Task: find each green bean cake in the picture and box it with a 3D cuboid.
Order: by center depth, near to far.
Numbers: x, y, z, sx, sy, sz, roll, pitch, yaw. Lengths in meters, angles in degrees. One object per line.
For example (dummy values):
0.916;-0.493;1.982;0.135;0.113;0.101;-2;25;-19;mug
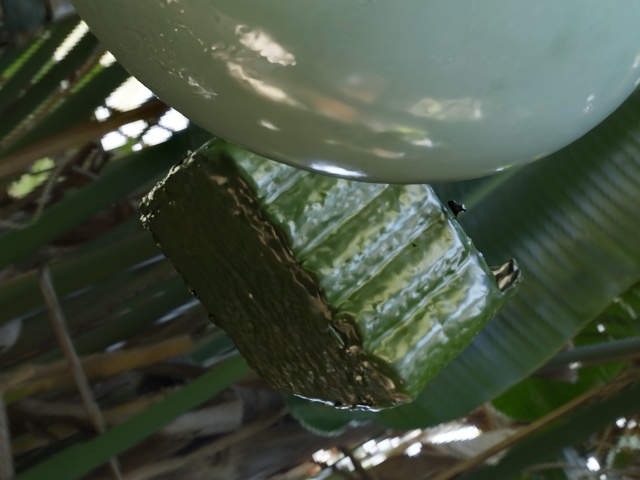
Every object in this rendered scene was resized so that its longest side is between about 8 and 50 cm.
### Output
0.000;0.000;1.089;0.319;0.218;0.335;53;-26;-11;green bean cake

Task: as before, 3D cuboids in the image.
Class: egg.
0.030;-0.169;0.553;0.276;0.389;0.276;-14;-110;46;egg
